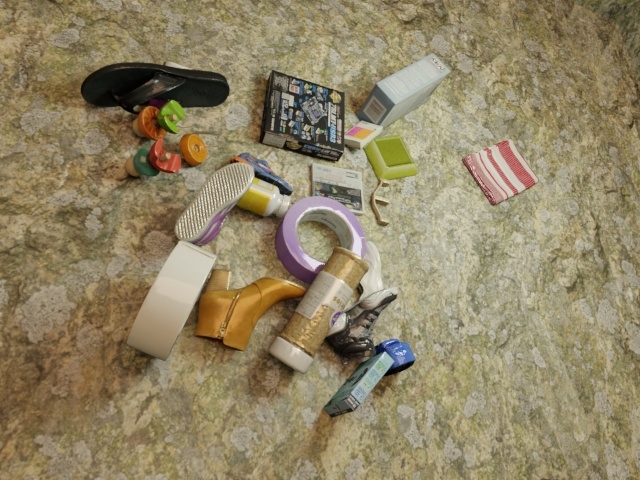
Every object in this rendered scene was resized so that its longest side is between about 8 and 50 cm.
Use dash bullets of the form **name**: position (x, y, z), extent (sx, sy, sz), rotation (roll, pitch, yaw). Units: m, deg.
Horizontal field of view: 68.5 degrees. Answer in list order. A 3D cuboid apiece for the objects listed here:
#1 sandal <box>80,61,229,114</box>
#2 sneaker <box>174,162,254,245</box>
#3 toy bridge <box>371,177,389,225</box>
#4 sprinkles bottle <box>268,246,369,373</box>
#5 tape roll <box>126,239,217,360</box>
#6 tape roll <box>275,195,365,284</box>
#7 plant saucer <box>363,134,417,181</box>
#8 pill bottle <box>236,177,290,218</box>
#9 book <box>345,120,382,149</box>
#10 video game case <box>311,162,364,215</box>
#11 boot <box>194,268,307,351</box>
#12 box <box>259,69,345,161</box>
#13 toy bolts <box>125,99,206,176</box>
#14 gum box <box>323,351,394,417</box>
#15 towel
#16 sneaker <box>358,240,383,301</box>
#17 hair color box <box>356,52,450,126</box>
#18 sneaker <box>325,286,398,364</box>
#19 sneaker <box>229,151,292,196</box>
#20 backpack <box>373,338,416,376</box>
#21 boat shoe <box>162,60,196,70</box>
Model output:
- **sandal**: position (-0.491, -0.456, 1.454), extent (0.446, 0.167, 0.106), rotation (-10, 66, -27)
- **sneaker**: position (-0.296, -0.099, 1.356), extent (0.102, 0.161, 0.282), rotation (43, 82, 10)
- **toy bridge**: position (0.215, -0.145, 1.687), extent (0.063, 0.026, 0.188), rotation (13, 62, -16)
- **sprinkles bottle**: position (-0.001, 0.190, 1.315), extent (0.121, 0.121, 0.355), rotation (34, 76, -4)
- **tape roll**: position (-0.357, 0.143, 1.149), extent (0.100, 0.286, 0.286), rotation (26, 58, -9)
- **tape roll**: position (0.000, 0.000, 1.487), extent (0.275, 0.090, 0.274), rotation (9, 63, -18)
- **plant saucer**: position (0.270, -0.327, 1.788), extent (0.189, 0.045, 0.188), rotation (-13, 71, -28)
- **pill bottle**: position (-0.192, -0.136, 1.464), extent (0.184, 0.103, 0.103), rotation (22, 59, -12)
- **book**: position (0.153, -0.399, 1.760), extent (0.096, 0.035, 0.144), rotation (27, 52, 30)
- **video game case**: position (0.059, -0.179, 1.641), extent (0.191, 0.022, 0.173), rotation (8, 62, -20)
- **boot**: position (-0.189, 0.205, 1.310), extent (0.295, 0.104, 0.211), rotation (11, 67, -12)
- **box**: position (-0.057, -0.448, 1.693), extent (0.294, 0.073, 0.295), rotation (12, 61, -18)
- **toy bolts**: position (-0.481, -0.269, 1.417), extent (0.218, 0.159, 0.228), rotation (54, 35, -44)
- **gum box**: position (0.104, 0.398, 1.296), extent (0.041, 0.157, 0.184), rotation (46, 58, 4)
- **towel**: position (0.773, -0.298, 1.994), extent (0.329, 0.037, 0.237), rotation (-24, 77, -31)
- **sneaker**: position (0.143, 0.100, 1.512), extent (0.094, 0.080, 0.212), rotation (-2, 67, -11)
- **hair color box**: position (0.329, -0.581, 1.854), extent (0.375, 0.185, 0.113), rotation (-36, 82, -32)
- **sneaker**: position (0.142, 0.256, 1.401), extent (0.269, 0.101, 0.153), rotation (-31, 85, -12)
- **sneaker**: position (-0.181, -0.218, 1.525), extent (0.221, 0.083, 0.087), rotation (34, 49, -9)
- **backpack**: position (0.213, 0.344, 1.390), extent (0.098, 0.120, 0.101), rotation (-16, 73, -28)
- **boat shoe**: position (-0.423, -0.535, 1.586), extent (0.220, 0.078, 0.070), rotation (12, 96, -21)
